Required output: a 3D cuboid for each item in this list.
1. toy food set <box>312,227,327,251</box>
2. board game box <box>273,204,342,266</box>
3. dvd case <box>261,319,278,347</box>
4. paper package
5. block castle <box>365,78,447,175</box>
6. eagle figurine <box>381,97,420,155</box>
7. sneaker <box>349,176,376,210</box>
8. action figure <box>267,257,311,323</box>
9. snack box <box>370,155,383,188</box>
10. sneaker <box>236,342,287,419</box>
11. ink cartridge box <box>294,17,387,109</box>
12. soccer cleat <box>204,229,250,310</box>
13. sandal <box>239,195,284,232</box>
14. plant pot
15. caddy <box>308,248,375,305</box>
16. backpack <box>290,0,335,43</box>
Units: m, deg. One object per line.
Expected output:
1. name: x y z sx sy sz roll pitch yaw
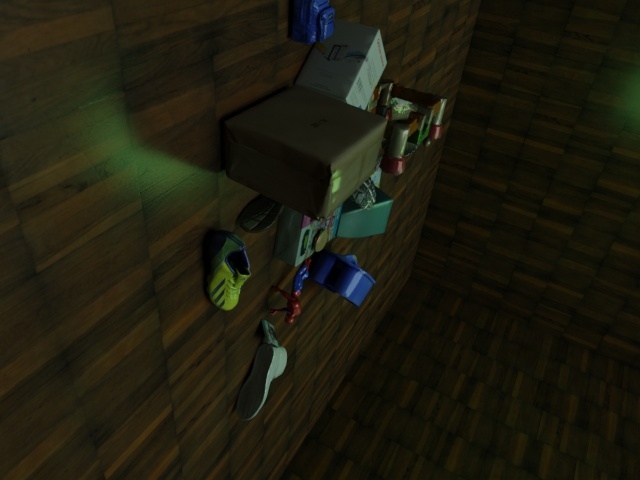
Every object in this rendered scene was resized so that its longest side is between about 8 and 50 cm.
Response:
1. toy food set: 0.000 0.000 1.796 0.082 0.020 0.083 -27 137 -61
2. board game box: -0.033 -0.073 1.802 0.303 0.097 0.224 -37 145 -55
3. dvd case: -0.184 0.342 1.891 0.119 0.013 0.087 57 14 -65
4. paper package: -0.035 -0.235 1.306 0.325 0.309 0.168 -45 154 -46
5. block castle: 0.239 -0.400 1.855 0.453 0.303 0.213 -43 150 -47
6. eagle figurine: 0.368 -0.515 2.245 0.225 0.226 0.298 -56 175 35
7. sneaker: 0.084 -0.207 1.761 0.275 0.110 0.107 41 68 -23
8. action figure: -0.121 0.170 1.869 0.091 0.139 0.280 77 18 -54
9. snack box: 0.190 -0.249 2.230 0.207 0.070 0.175 -47 151 -41
10. sneaker: -0.210 0.539 1.975 0.293 0.108 0.169 -68 157 -4
11. ink cartridge box: 0.065 -0.487 1.505 0.233 0.168 0.171 -64 161 -9
12. soccer cleat: -0.243 0.099 1.399 0.093 0.121 0.289 -49 153 -43
13. sandal: -0.159 -0.093 1.506 0.219 0.090 0.060 -61 -178 -39
14. plant pot: 0.130 -0.112 2.039 0.234 0.165 0.166 -16 133 -33
15. caddy: 0.099 0.140 2.163 0.179 0.241 0.341 -59 160 -6
16. backpack: -0.016 -0.573 1.311 0.098 0.101 0.120 -57 155 -46
